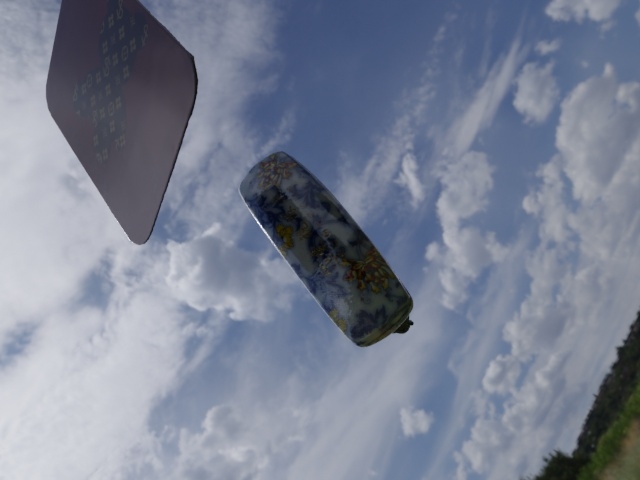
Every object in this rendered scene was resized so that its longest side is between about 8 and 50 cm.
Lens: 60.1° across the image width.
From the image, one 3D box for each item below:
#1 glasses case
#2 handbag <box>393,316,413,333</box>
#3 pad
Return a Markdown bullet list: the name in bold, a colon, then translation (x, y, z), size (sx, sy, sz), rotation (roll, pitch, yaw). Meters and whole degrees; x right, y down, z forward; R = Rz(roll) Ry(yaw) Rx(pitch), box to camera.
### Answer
- **glasses case**: translation (0.000, 0.000, 0.588), size (0.087, 0.248, 0.065), rotation (-39, -30, -1)
- **handbag**: translation (0.090, 0.103, 0.829), size (0.072, 0.111, 0.047), rotation (-58, -2, 4)
- **pad**: translation (-0.193, -0.136, 0.498), size (0.004, 0.267, 0.181), rotation (-6, -46, -45)
